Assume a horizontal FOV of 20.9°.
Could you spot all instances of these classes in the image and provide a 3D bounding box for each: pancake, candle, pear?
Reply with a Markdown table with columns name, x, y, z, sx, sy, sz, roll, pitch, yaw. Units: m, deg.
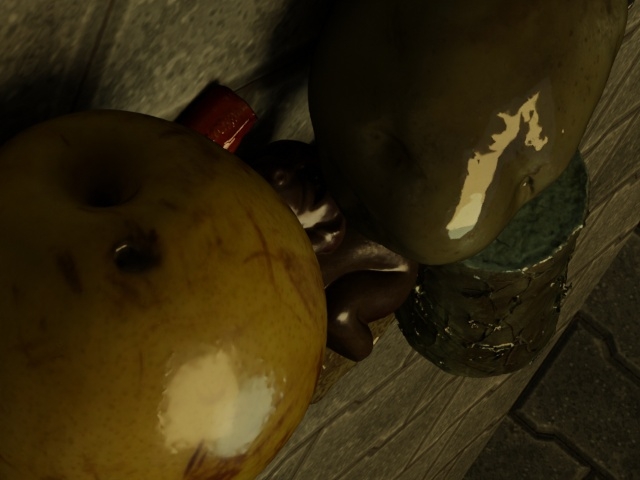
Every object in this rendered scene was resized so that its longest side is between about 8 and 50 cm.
| name | x | y | z | sx | sy | sz | roll | pitch | yaw |
| --- | --- | --- | --- | --- | --- | --- | --- | --- | --- |
| pancake | 0.051 | 0.124 | 2.288 | 0.235 | 0.029 | 0.212 | -34 | 158 | -47 |
| candle | -0.112 | -0.051 | 1.333 | 0.162 | 0.048 | 0.053 | -46 | 135 | -10 |
| pear | -0.127 | 0.051 | 1.130 | 0.281 | 0.281 | 0.280 | -46 | 165 | -16 |

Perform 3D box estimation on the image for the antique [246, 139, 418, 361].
| name | x | y | z | sx | sy | sz | roll | pitch | yaw |
| --- | --- | --- | --- | --- | --- | --- | --- | --- | --- |
| antique | 0.000 | 0.000 | 1.553 | 0.143 | 0.121 | 0.257 | -57 | 138 | -6 |

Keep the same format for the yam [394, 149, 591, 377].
| name | x | y | z | sx | sy | sz | roll | pitch | yaw |
| --- | --- | --- | --- | --- | --- | --- | --- | --- | --- |
| yam | 0.202 | 0.008 | 2.056 | 0.241 | 0.241 | 0.348 | -45 | 163 | -19 |

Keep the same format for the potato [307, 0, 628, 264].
| name | x | y | z | sx | sy | sz | roll | pitch | yaw |
| --- | --- | --- | --- | --- | --- | --- | --- | --- | --- |
| potato | 0.115 | -0.144 | 1.418 | 0.243 | 0.221 | 0.326 | 31 | 85 | -48 |

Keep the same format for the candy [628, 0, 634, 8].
| name | x | y | z | sx | sy | sz | roll | pitch | yaw |
| --- | --- | --- | --- | --- | --- | --- | --- | --- | --- |
| candy | 0.301 | -0.258 | 1.909 | 0.088 | 0.061 | 0.312 | -48 | 179 | 6 |
